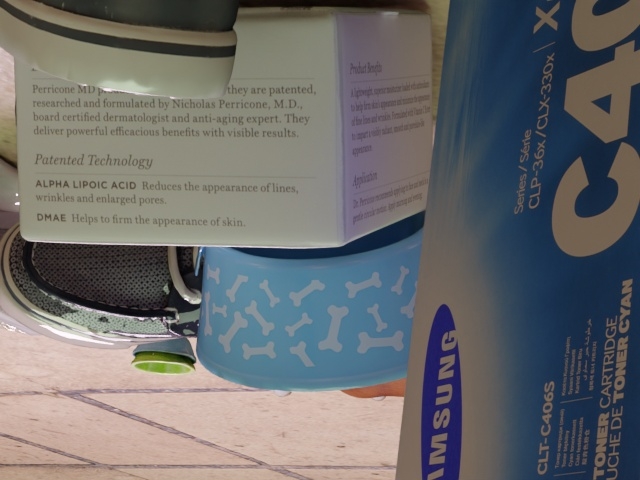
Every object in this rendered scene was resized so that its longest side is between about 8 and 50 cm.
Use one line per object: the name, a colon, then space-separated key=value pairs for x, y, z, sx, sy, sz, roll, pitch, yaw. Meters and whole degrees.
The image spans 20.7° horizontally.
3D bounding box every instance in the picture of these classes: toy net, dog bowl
toy net: x=-0.134 y=0.092 z=1.744 sx=0.122 sy=0.045 sz=0.232 roll=6 pitch=163 yaw=2
dog bowl: x=0.000 y=0.000 z=1.092 sx=0.166 sy=0.074 sz=0.297 roll=-6 pitch=-161 yaw=-2

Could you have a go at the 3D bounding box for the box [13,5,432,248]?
box: x=-0.046 y=-0.066 z=0.949 sx=0.182 sy=0.119 sz=0.181 roll=1 pitch=-173 yaw=18

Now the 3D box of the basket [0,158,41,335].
basket: x=-0.282 y=0.000 z=1.377 sx=0.103 sy=0.113 sz=0.167 roll=3 pitch=163 yaw=23

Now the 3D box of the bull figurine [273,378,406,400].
bull figurine: x=0.064 y=0.102 z=1.606 sx=0.310 sy=0.101 sz=0.188 roll=13 pitch=164 yaw=-23

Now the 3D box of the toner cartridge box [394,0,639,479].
toner cartridge box: x=0.118 y=-0.024 z=0.730 sx=0.075 sy=0.348 sz=0.165 roll=16 pitch=160 yaw=-27

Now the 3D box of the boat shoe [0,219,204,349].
boat shoe: x=-0.068 y=0.006 z=1.318 sx=0.340 sy=0.127 sz=0.158 roll=1 pitch=160 yaw=-20

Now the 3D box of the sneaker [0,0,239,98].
sneaker: x=-0.133 y=-0.159 z=0.797 sx=0.126 sy=0.127 sz=0.321 roll=-2 pitch=-162 yaw=-39
